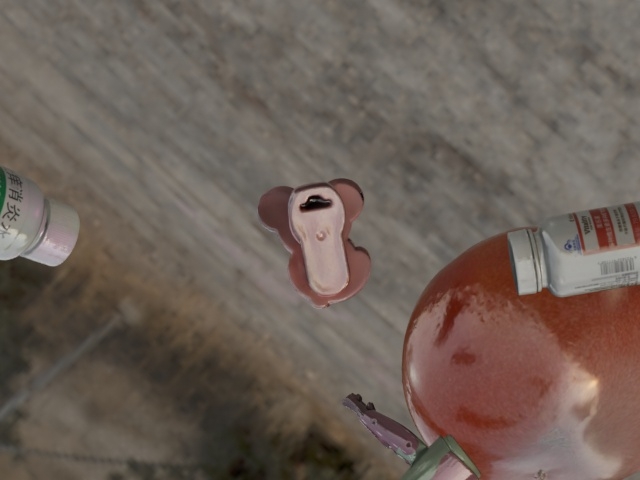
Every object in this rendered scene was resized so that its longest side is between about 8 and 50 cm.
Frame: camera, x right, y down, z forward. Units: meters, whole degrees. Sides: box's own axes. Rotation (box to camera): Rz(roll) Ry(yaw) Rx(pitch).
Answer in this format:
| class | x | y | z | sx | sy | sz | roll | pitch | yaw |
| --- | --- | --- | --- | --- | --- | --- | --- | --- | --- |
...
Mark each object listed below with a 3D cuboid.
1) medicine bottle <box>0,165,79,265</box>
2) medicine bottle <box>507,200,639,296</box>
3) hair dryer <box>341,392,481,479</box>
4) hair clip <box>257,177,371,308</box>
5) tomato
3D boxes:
| class | x | y | z | sx | sy | sz | roll | pitch | yaw |
| --- | --- | --- | --- | --- | --- | --- | --- | --- | --- |
| medicine bottle | -0.364 | -0.044 | 1.627 | 0.260 | 0.095 | 0.095 | 24 | -179 | -42 |
| medicine bottle | 0.252 | 0.011 | 1.544 | 0.079 | 0.140 | 0.079 | -9 | -90 | -87 |
| hair dryer | 0.068 | 0.197 | 1.495 | 0.154 | 0.106 | 0.054 | 51 | -179 | 41 |
| hair clip | 0.000 | -0.001 | 1.817 | 0.102 | 0.123 | 0.138 | -111 | 6 | -82 |
| tomato | 0.264 | 0.154 | 1.833 | 0.341 | 0.341 | 0.273 | 54 | -156 | -39 |
